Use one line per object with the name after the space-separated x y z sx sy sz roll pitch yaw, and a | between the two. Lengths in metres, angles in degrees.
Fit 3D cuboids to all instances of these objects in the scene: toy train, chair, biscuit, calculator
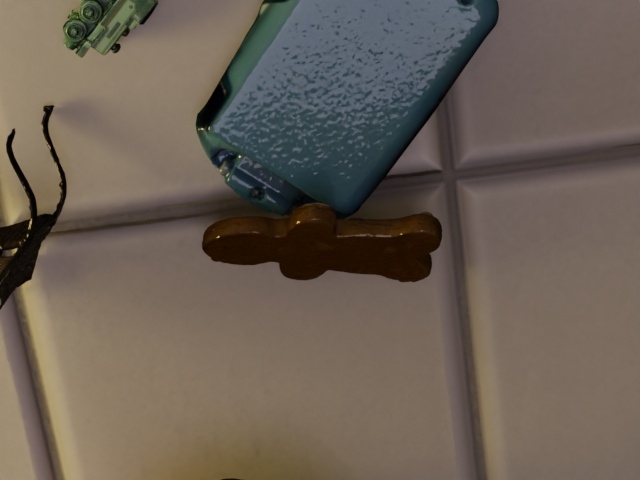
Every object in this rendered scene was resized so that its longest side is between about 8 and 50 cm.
-0.178 -0.187 1.387 0.053 0.033 0.083 34 109 -18 | toy train
-0.289 0.010 1.400 0.149 0.174 0.213 -9 103 7 | chair
0.000 -0.001 1.436 0.205 0.031 0.138 1 157 -4 | biscuit
0.020 -0.148 1.398 0.173 0.051 0.293 32 108 -13 | calculator

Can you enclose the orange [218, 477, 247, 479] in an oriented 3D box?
-0.073 0.348 1.507 0.264 0.264 0.264 0 113 -1 | orange
